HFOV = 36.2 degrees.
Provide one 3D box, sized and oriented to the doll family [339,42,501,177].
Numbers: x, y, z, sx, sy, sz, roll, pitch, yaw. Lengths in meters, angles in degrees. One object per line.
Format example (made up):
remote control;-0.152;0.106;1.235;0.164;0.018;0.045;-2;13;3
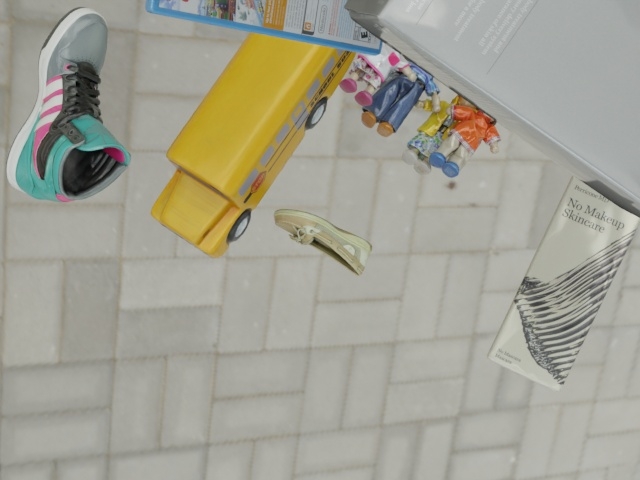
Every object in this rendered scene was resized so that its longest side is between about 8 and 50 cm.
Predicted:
doll family;0.149;-0.205;1.440;0.263;0.118;0.163;40;70;0

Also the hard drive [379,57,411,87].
hard drive;0.119;-0.321;1.655;0.094;0.022;0.135;25;127;5

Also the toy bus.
toy bus;-0.086;-0.146;1.231;0.332;0.108;0.130;-56;168;-6

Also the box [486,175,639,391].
box;0.332;0.060;1.331;0.275;0.113;0.094;-66;166;-1

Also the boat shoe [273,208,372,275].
boat shoe;0.000;0.001;1.403;0.153;0.056;0.048;25;73;-17

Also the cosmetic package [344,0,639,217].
cosmetic package;0.151;-0.118;0.586;0.238;0.107;0.127;34;96;-17

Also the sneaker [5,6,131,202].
sneaker;-0.345;-0.183;1.433;0.124;0.178;0.295;9;104;-55

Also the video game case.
video game case;-0.024;-0.192;0.634;0.166;0.015;0.119;5;100;-28
